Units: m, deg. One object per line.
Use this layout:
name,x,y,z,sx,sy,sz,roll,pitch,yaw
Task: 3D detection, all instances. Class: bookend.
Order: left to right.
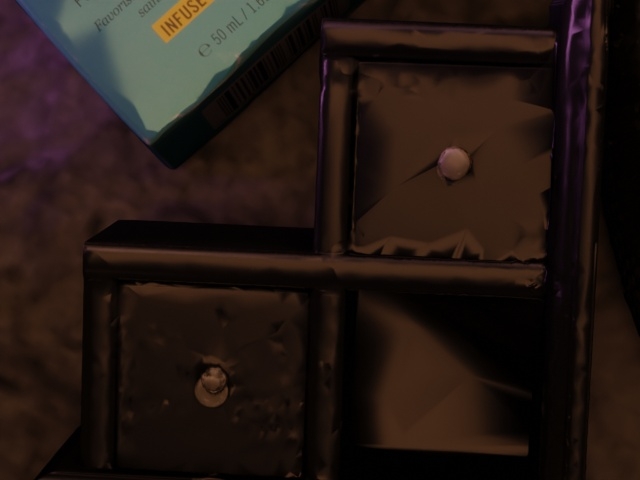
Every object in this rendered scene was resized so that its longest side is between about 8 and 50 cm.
bookend,0.000,0.000,0.539,0.156,0.072,0.157,3,97,3

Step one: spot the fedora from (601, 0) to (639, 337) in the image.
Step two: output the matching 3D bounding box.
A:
fedora,0.213,-0.052,0.489,0.152,0.334,0.334,2,84,-31

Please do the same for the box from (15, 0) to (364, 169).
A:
box,-0.092,-0.146,0.578,0.100,0.060,0.244,-42,84,-1
